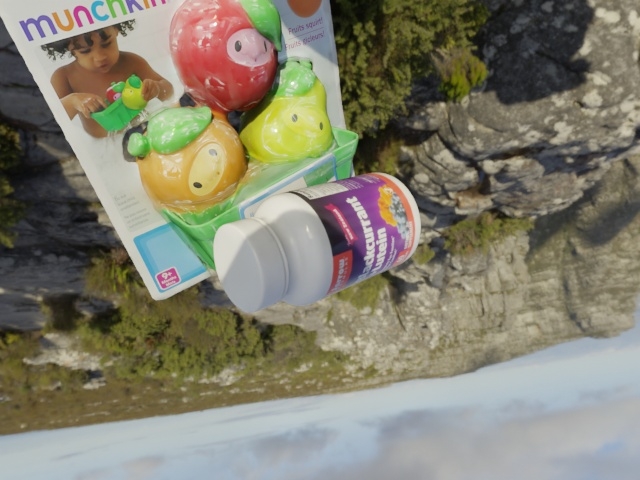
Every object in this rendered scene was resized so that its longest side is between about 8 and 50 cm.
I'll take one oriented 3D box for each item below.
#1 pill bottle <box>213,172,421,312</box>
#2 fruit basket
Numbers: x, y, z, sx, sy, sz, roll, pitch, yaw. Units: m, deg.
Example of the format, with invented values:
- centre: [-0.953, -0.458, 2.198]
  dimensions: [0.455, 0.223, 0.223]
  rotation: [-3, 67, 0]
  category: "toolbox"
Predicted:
- centre: [0.000, 0.000, 0.427]
  dimensions: [0.193, 0.108, 0.108]
  rotation: [-19, 169, -38]
  category: "pill bottle"
- centre: [-0.087, -0.139, 0.460]
  dimensions: [0.327, 0.165, 0.353]
  rotation: [-34, 138, -28]
  category: "fruit basket"
